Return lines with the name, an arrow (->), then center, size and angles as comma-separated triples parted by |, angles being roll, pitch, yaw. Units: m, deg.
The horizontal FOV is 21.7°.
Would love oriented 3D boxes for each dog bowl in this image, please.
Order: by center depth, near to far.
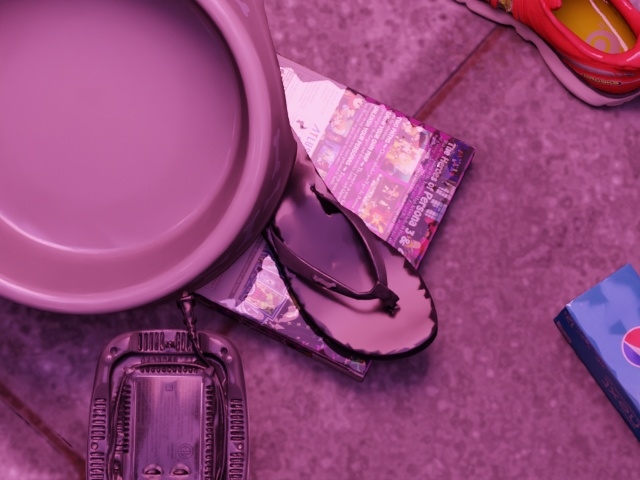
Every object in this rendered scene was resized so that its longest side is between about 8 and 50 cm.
dog bowl -> -0.189, -0.099, 1.339 | 0.349, 0.102, 0.348 | 1, 102, 2

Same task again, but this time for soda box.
soda box -> 0.291, 0.128, 1.425 | 0.071, 0.067, 0.210 | -33, 80, -9

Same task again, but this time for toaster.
toaster -> -0.122, 0.165, 1.368 | 0.129, 0.146, 0.227 | -1, 77, -2

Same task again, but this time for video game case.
video game case -> -0.006, -0.024, 1.468 | 0.210, 0.042, 0.232 | 25, 78, 5

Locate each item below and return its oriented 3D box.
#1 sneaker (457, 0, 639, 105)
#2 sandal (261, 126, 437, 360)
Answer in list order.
sneaker -> 0.197, -0.239, 1.483 | 0.279, 0.118, 0.107 | 39, 78, 7
sandal -> -0.001, 0.000, 1.412 | 0.097, 0.054, 0.254 | -40, 82, -10
